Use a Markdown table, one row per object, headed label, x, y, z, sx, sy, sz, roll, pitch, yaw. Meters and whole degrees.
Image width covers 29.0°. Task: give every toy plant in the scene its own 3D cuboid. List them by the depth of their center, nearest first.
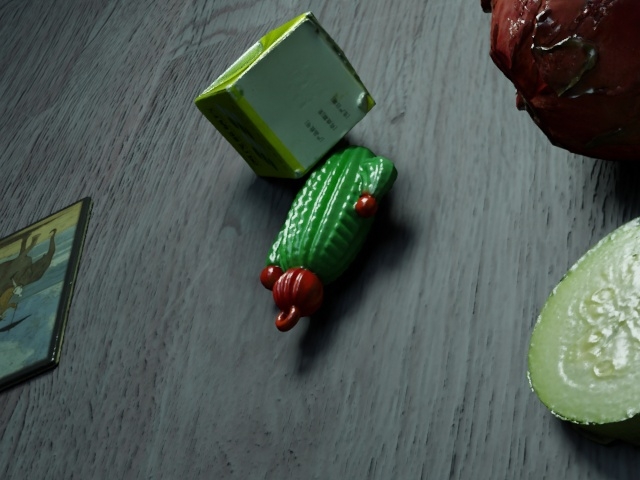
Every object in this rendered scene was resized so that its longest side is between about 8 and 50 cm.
| label | x | y | z | sx | sy | sz | roll | pitch | yaw |
| --- | --- | --- | --- | --- | --- | --- | --- | --- | --- |
| toy plant | -0.003 | -0.005 | 1.382 | 0.240 | 0.088 | 0.154 | -56 | 25 | -13 |

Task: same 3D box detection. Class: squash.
| label | x | y | z | sx | sy | sz | roll | pitch | yaw |
| --- | --- | --- | --- | --- | --- | --- | --- | --- | --- |
| squash | 0.267 | 0.066 | 1.041 | 0.219 | 0.041 | 0.219 | -36 | 34 | 29 |

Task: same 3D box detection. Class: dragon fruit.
| label | x | y | z | sx | sy | sz | roll | pitch | yaw |
| --- | --- | --- | --- | --- | --- | --- | --- | --- | --- |
| dragon fruit | 0.309 | -0.221 | 1.179 | 0.301 | 0.295 | 0.296 | -34 | 34 | 10 |

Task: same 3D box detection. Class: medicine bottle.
| label | x | y | z | sx | sy | sz | roll | pitch | yaw |
| --- | --- | --- | --- | --- | --- | --- | --- | --- | --- |
| medicine bottle | -0.047 | -0.167 | 1.501 | 0.141 | 0.137 | 0.250 | -45 | 12 | -9 |

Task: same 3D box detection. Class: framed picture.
| label | x | y | z | sx | sy | sz | roll | pitch | yaw |
| --- | --- | --- | --- | --- | --- | --- | --- | --- | --- |
| framed picture | -0.444 | 0.095 | 1.721 | 0.265 | 0.016 | 0.347 | -23 | 37 | 19 |
